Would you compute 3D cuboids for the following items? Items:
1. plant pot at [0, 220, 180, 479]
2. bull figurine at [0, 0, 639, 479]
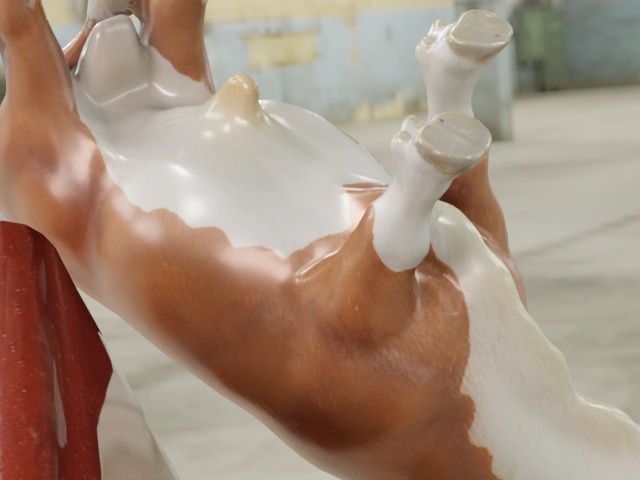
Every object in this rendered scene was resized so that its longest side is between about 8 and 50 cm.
[{"bbox_3d":[-0.148,0.149,0.555,0.267,0.267,0.236,-11,46,10],"label":"plant pot"},{"bbox_3d":[0.000,0.000,0.636,0.310,0.188,0.101,28,43,25],"label":"bull figurine"}]
